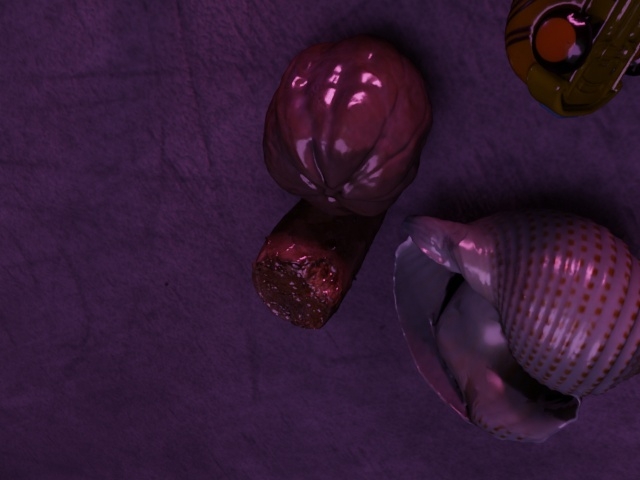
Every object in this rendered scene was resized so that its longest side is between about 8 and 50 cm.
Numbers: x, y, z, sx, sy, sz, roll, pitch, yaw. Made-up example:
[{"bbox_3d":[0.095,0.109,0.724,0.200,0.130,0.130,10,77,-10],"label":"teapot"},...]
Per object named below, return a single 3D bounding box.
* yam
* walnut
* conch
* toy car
[{"bbox_3d":[0.002,0.001,1.059,0.128,0.238,0.129,15,135,16],"label":"yam"},{"bbox_3d":[0.033,-0.140,0.969,0.224,0.224,0.224,12,127,16],"label":"walnut"},{"bbox_3d":[0.258,0.084,1.032,0.319,0.215,0.303,46,131,30],"label":"conch"},{"bbox_3d":[0.274,-0.254,0.806,0.142,0.200,0.248,45,122,29],"label":"toy car"}]
